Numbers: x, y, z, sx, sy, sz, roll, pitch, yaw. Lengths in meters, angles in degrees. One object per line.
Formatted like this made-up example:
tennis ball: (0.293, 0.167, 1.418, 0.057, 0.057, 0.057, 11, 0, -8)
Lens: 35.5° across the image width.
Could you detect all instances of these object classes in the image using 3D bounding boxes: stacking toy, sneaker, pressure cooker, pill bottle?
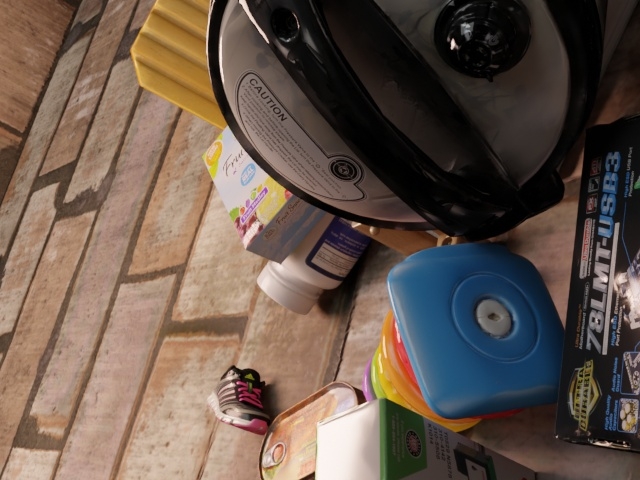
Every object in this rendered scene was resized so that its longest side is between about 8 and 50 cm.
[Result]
stacking toy: (0.108, 0.144, 1.027, 0.302, 0.175, 0.166, 124, 136, -52)
sneaker: (-0.105, 0.211, 1.353, 0.075, 0.063, 0.170, -66, 20, -3)
pressure cooker: (0.087, -0.221, 0.956, 0.420, 0.369, 0.375, -70, -9, -46)
pill bottle: (0.000, 0.000, 1.325, 0.187, 0.112, 0.112, -55, 32, 11)

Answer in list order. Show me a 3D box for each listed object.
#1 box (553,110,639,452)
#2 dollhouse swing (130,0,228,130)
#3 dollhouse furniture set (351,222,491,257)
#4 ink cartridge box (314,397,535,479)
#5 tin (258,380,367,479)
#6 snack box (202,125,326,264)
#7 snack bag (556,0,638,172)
box: (0.309, 0.028, 0.786, 0.293, 0.073, 0.296, 163, 118, -68)
dollhouse swing: (-0.055, -0.286, 1.443, 0.347, 0.305, 0.315, -62, 31, -1)
dollhouse furniture set: (0.116, 0.050, 1.105, 0.144, 0.123, 0.151, -22, 50, 47)
ink cartridge box: (0.100, 0.255, 0.883, 0.092, 0.219, 0.160, -30, 44, 37)
tin: (-0.006, 0.244, 1.220, 0.189, 0.040, 0.106, -36, 36, 36)
snack box: (-0.054, -0.102, 1.294, 0.174, 0.070, 0.207, -49, 41, 18)
snack bag: (0.229, -0.229, 1.230, 0.342, 0.037, 0.323, 22, 85, 56)
